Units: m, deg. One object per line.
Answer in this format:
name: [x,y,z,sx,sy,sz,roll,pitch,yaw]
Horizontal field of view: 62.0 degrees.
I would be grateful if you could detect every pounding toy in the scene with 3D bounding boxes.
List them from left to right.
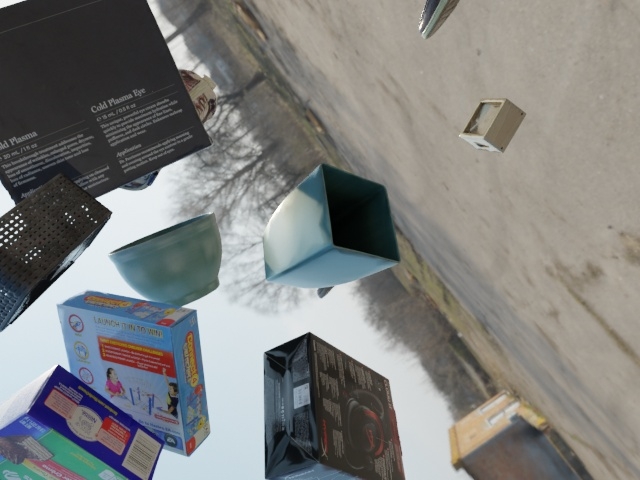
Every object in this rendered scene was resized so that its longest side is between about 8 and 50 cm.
pounding toy: [0.436,-0.291,1.338,0.100,0.130,0.141,28,-176,-22]

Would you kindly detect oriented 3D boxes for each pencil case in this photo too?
pencil case: [-0.392,-0.285,1.311,0.159,0.184,0.410,56,-149,-26]

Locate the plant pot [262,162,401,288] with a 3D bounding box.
plant pot: [0.000,0.000,1.014,0.166,0.234,0.165,14,-124,-38]

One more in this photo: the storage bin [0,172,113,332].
storage bin: [-0.362,0.012,0.673,0.084,0.122,0.180,41,-145,-12]

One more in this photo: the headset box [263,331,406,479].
headset box: [0.035,0.322,0.930,0.293,0.110,0.218,38,-146,-41]

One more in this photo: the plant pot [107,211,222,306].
plant pot: [-0.385,0.067,1.420,0.293,0.293,0.196,-103,-8,-81]

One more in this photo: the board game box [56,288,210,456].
board game box: [-0.397,0.277,1.139,0.086,0.309,0.301,-36,-51,-60]

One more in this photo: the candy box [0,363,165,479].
candy box: [-0.510,0.415,1.014,0.268,0.317,0.122,47,-154,-21]

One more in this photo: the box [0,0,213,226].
box: [-0.422,-0.245,0.923,0.179,0.343,0.312,25,140,59]

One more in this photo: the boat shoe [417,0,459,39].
boat shoe: [0.328,-0.714,1.424,0.123,0.123,0.342,36,141,11]

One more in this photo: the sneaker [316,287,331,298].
sneaker: [0.023,0.067,1.351,0.071,0.188,0.066,38,-141,12]
